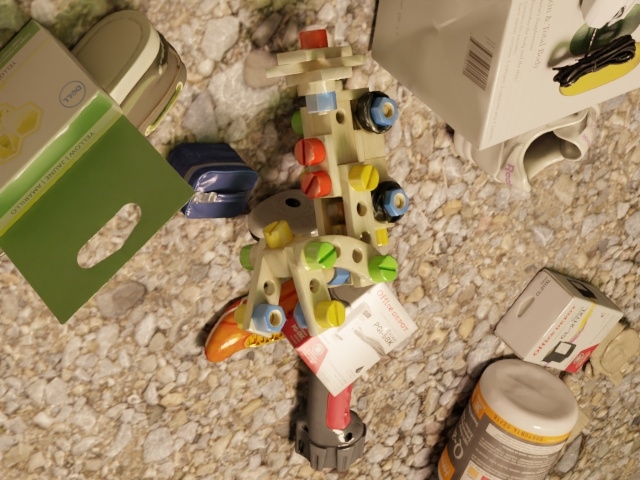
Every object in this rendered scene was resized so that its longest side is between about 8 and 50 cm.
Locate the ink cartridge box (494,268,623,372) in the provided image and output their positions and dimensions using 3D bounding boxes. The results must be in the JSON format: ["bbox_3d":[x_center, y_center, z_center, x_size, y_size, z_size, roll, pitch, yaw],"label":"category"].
[{"bbox_3d":[0.362,0.125,2.368,0.127,0.072,0.175,-53,146,15],"label":"ink cartridge box"}]

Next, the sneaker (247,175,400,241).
[{"bbox_3d":[0.000,0.000,1.850,0.216,0.079,0.121,-16,137,-36],"label":"sneaker"}]

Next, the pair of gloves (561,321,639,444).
[{"bbox_3d":[0.426,0.226,2.577,0.240,0.042,0.204,-50,143,6],"label":"pair of gloves"}]

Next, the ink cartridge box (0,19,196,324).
[{"bbox_3d":[-0.243,-0.064,1.387,0.171,0.235,0.056,-45,147,1],"label":"ink cartridge box"}]

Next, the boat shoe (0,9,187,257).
[{"bbox_3d":[-0.247,-0.078,1.483,0.305,0.109,0.091,-48,142,0],"label":"boat shoe"}]

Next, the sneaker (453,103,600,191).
[{"bbox_3d":[0.313,-0.178,1.919,0.305,0.152,0.114,-43,144,-3],"label":"sneaker"}]

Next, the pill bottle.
[{"bbox_3d":[0.277,0.334,2.427,0.162,0.162,0.278,-8,133,-41],"label":"pill bottle"}]

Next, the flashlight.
[{"bbox_3d":[0.031,0.190,2.072,0.103,0.103,0.304,-28,142,-27],"label":"flashlight"}]

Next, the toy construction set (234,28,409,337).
[{"bbox_3d":[-0.001,-0.068,1.673,0.215,0.151,0.328,-13,111,-43],"label":"toy construction set"}]

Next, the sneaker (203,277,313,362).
[{"bbox_3d":[-0.064,0.097,1.902,0.175,0.067,0.064,-34,147,-11],"label":"sneaker"}]

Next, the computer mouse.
[{"bbox_3d":[0.297,-0.244,1.572,0.106,0.042,0.193,-18,136,-31],"label":"computer mouse"}]

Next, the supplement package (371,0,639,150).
[{"bbox_3d":[0.226,-0.263,1.691,0.262,0.198,0.199,-22,140,-29],"label":"supplement package"}]

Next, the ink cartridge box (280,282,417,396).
[{"bbox_3d":[0.035,0.105,1.884,0.135,0.056,0.099,-40,125,-2],"label":"ink cartridge box"}]

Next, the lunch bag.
[{"bbox_3d":[-0.115,-0.060,1.677,0.098,0.065,0.067,-4,130,-43],"label":"lunch bag"}]
